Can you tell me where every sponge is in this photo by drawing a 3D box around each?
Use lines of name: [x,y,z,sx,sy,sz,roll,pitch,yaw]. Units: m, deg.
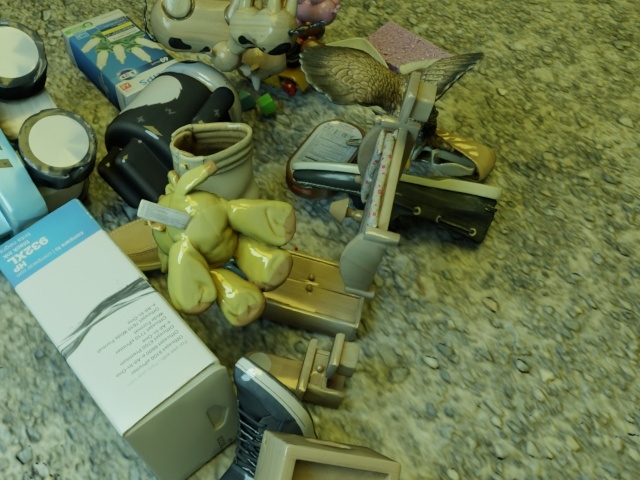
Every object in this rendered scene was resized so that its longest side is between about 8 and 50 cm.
sponge: [0.186,-0.379,1.342,0.210,0.031,0.117,38,60,25]

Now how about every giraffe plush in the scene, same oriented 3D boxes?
giraffe plush: [-0.155,-0.005,0.826,0.181,0.210,0.170,-57,28,-9]

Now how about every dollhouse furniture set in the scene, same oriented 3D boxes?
dollhouse furniture set: [0.000,0.000,0.825,0.173,0.355,0.303,15,54,0]

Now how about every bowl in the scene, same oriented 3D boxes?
bowl: [0.054,-0.337,1.293,0.142,0.053,0.142,-18,54,-14]

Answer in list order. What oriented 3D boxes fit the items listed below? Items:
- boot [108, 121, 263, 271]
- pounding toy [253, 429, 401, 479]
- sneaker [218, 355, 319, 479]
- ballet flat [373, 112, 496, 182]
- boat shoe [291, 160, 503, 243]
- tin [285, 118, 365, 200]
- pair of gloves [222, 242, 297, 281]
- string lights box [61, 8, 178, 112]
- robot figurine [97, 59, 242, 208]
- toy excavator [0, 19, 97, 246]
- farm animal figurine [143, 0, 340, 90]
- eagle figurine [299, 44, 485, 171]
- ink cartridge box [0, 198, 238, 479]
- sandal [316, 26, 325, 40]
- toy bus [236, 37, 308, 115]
boot: [-0.213,-0.064,0.955,0.262,0.203,0.095,-17,53,-12]
pounding toy: [0.013,0.319,0.665,0.181,0.094,0.206,15,80,-19]
sneaker: [-0.083,0.250,0.732,0.163,0.226,0.086,-42,43,-24]
ballet flat: [0.193,-0.165,1.144,0.232,0.080,0.073,20,55,15]
boat shoe: [0.116,-0.059,1.045,0.340,0.113,0.127,8,7,-5]
tin: [0.011,-0.149,1.158,0.106,0.040,0.190,21,55,20]
pair of gloves: [-0.136,0.008,1.041,0.198,0.023,0.159,-38,62,-26]
string lights box: [-0.384,-0.347,1.279,0.133,0.077,0.259,-33,60,-25]
robot figurine: [-0.250,-0.184,1.092,0.209,0.173,0.278,21,55,15]
toy excavator: [-0.532,-0.031,0.918,0.445,0.222,0.433,-31,91,-27]
farm animal figurine: [-0.130,-0.333,1.031,0.326,0.172,0.330,13,14,7]
eagle figurine: [0.126,-0.218,0.981,0.226,0.298,0.225,-33,65,5]
ink cartridge box: [-0.246,0.132,0.813,0.129,0.223,0.307,-37,61,-21]
sandal: [-0.078,-0.425,1.353,0.180,0.072,0.049,-6,68,-3]
toy bus: [-0.083,-0.356,1.233,0.202,0.104,0.191,-20,54,10]
